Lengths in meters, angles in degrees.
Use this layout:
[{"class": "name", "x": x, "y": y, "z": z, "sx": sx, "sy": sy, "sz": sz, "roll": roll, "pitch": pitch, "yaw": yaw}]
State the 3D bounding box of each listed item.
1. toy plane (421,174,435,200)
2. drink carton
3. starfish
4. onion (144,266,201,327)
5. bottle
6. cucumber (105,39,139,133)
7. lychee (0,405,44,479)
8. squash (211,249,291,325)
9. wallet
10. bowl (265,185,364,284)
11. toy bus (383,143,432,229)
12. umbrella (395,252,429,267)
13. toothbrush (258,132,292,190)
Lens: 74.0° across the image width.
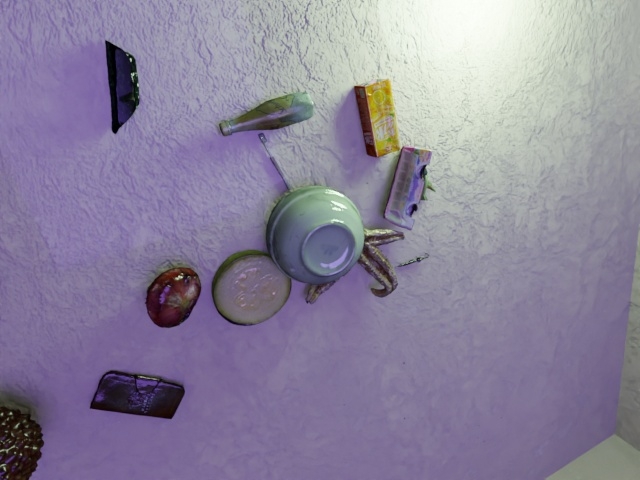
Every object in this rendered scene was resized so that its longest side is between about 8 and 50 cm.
[{"class": "toy plane", "x": 0.361, "y": -0.189, "z": 1.498, "sx": 0.102, "sy": 0.040, "sz": 0.111, "roll": -10, "pitch": 111, "yaw": -23}, {"class": "drink carton", "x": 0.181, "y": -0.383, "z": 1.333, "sx": 0.096, "sy": 0.071, "sz": 0.223, "roll": -23, "pitch": 116, "yaw": -16}, {"class": "starfish", "x": 0.079, "y": 0.062, "z": 1.436, "sx": 0.432, "sy": 0.082, "sz": 0.324, "roll": 5, "pitch": 108, "yaw": -21}, {"class": "onion", "x": -0.431, "y": 0.154, "z": 1.209, "sx": 0.147, "sy": 0.184, "sz": 0.184, "roll": 19, "pitch": 102, "yaw": 14}, {"class": "bottle", "x": -0.150, "y": -0.346, "z": 1.188, "sx": 0.270, "sy": 0.083, "sz": 0.083, "roll": -22, "pitch": 115, "yaw": -16}, {"class": "cucumber", "x": -0.486, "y": -0.375, "z": 1.053, "sx": 0.070, "sy": 0.046, "sz": 0.220, "roll": -6, "pitch": 110, "yaw": -31}, {"class": "lychee", "x": -0.875, "y": 0.564, "z": 1.047, "sx": 0.330, "sy": 0.306, "sz": 0.306, "roll": -22, "pitch": 116, "yaw": -26}, {"class": "squash", "x": -0.220, "y": 0.155, "z": 1.357, "sx": 0.252, "sy": 0.049, "sz": 0.252, "roll": -9, "pitch": 114, "yaw": -22}, {"class": "wallet", "x": -0.561, "y": 0.482, "z": 1.321, "sx": 0.255, "sy": 0.031, "sz": 0.137, "roll": 22, "pitch": 98, "yaw": -29}, {"class": "bowl", "x": 0.000, "y": 0.000, "z": 1.273, "sx": 0.307, "sy": 0.163, "sz": 0.307, "roll": -6, "pitch": 110, "yaw": -18}, {"class": "toy bus", "x": 0.295, "y": -0.179, "z": 1.434, "sx": 0.112, "sy": 0.090, "sz": 0.274, "roll": 14, "pitch": 102, "yaw": 3}, {"class": "umbrella", "x": 0.348, "y": 0.081, "z": 1.599, "sx": 0.149, "sy": 0.022, "sz": 0.022, "roll": -22, "pitch": 73, "yaw": -16}, {"class": "toothbrush", "x": -0.135, "y": -0.234, "z": 1.274, "sx": 0.017, "sy": 0.014, "sz": 0.194, "roll": -33, "pitch": 118, "yaw": -11}]
